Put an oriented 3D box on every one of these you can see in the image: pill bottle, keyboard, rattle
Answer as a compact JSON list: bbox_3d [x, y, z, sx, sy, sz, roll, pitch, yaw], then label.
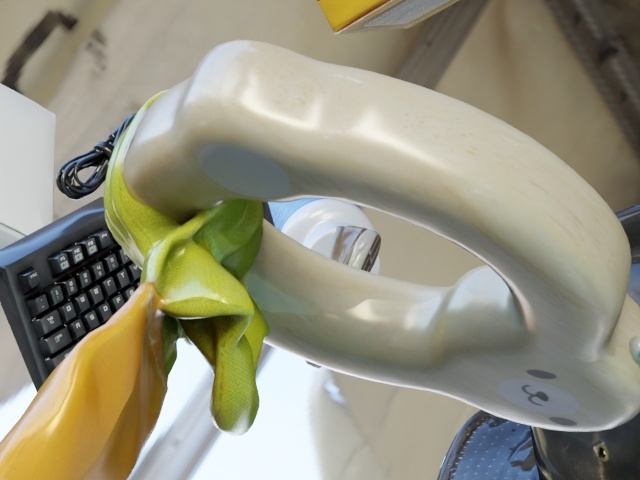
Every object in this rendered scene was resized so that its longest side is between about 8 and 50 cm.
[{"bbox_3d":[0.000,0.000,1.855,0.124,0.124,0.221,43,2,-19],"label":"pill bottle"},{"bbox_3d":[-0.083,-0.002,0.716,0.023,0.180,0.108,-11,-76,37],"label":"keyboard"},{"bbox_3d":[0.033,0.049,0.360,0.199,0.143,0.130,30,-44,-18],"label":"rattle"}]

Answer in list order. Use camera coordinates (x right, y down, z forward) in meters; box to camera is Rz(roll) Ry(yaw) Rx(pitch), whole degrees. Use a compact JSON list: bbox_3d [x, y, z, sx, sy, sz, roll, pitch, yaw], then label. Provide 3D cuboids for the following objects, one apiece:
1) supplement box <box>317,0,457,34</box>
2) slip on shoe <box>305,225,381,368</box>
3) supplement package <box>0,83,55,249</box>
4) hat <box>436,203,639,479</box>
[{"bbox_3d":[0.043,-0.244,0.946,0.129,0.194,0.191,-27,-89,18],"label":"supplement box"},{"bbox_3d":[0.010,0.047,1.330,0.041,0.135,0.051,19,-16,15],"label":"slip on shoe"},{"bbox_3d":[-0.375,-0.001,1.274,0.175,0.178,0.293,30,-56,-31],"label":"supplement package"},{"bbox_3d":[0.171,0.057,0.689,0.331,0.331,0.134,-2,-54,49],"label":"hat"}]
